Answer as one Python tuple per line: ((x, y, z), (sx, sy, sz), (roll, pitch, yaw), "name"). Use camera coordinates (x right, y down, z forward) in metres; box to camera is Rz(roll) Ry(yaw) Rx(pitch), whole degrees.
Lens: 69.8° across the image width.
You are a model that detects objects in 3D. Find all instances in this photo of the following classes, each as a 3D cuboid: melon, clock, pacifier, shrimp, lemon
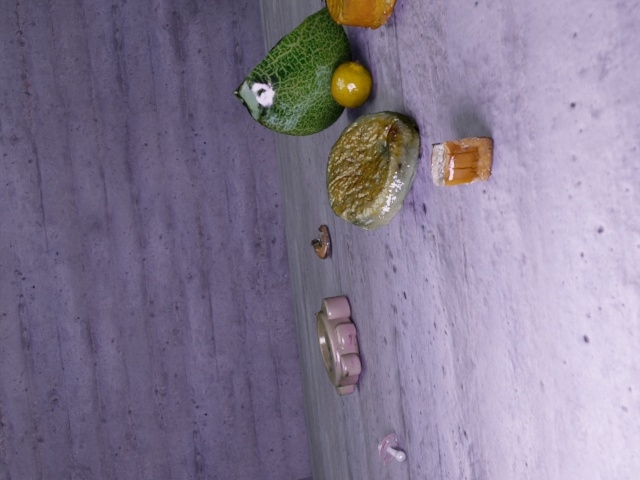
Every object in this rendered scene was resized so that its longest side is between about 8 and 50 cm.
((-0.064, -0.429, 1.246), (0.331, 0.226, 0.343), (93, -159, -45), "melon")
((0.069, 0.392, 1.709), (0.283, 0.114, 0.309), (99, 159, -49), "clock")
((0.205, 0.585, 1.277), (0.078, 0.081, 0.099), (10, 137, 46), "pacifier")
((0.002, 0.000, 1.985), (0.251, 0.052, 0.143), (-157, 71, -68), "shrimp")
((0.080, -0.402, 1.184), (0.133, 0.109, 0.108), (113, 150, -51), "lemon")

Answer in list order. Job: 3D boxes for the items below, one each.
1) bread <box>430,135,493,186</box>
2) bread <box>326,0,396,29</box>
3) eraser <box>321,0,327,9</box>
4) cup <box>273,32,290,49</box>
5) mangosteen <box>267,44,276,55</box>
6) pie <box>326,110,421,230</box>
((0.219, -0.122, 0.712), (0.077, 0.084, 0.070), (-149, 50, -76), "bread")
((0.086, -0.575, 0.967), (0.268, 0.146, 0.267), (171, 90, -82), "bread")
((0.055, -0.689, 1.249), (0.210, 0.068, 0.124), (-135, 42, -72), "eraser")
((-0.047, -0.615, 1.596), (0.150, 0.199, 0.198), (68, -174, -53), "cup")
((-0.102, -0.661, 1.781), (0.250, 0.212, 0.211), (-46, -46, -70), "mangosteen")
((0.108, -0.155, 1.014), (0.277, 0.079, 0.276), (-26, 57, 49), "pie")
